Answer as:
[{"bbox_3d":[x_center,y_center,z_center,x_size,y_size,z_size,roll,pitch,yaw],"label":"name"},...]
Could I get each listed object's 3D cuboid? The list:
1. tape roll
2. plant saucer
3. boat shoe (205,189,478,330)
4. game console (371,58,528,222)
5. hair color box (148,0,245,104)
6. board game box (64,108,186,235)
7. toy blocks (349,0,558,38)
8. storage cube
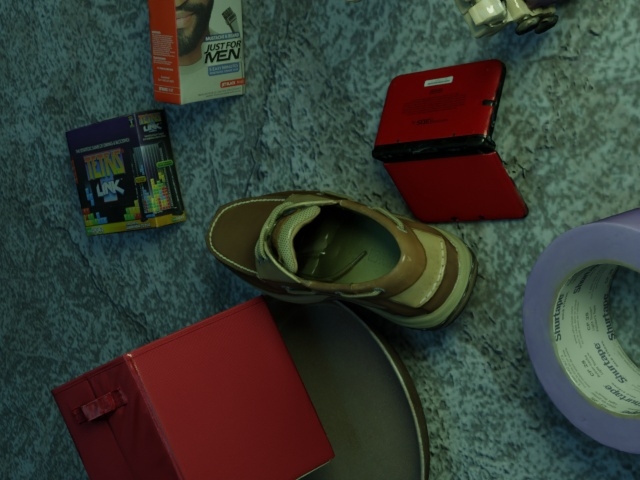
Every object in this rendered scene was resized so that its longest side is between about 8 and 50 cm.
[{"bbox_3d":[0.260,0.070,1.017,0.189,0.080,0.189,18,115,46],"label":"tape roll"},{"bbox_3d":[0.013,0.195,1.366,0.311,0.050,0.310,17,114,45],"label":"plant saucer"},{"bbox_3d":[0.000,0.000,1.239,0.324,0.120,0.122,9,78,43],"label":"boat shoe"},{"bbox_3d":[0.127,-0.089,1.172,0.144,0.085,0.124,-2,69,49],"label":"game console"},{"bbox_3d":[-0.134,-0.236,1.364,0.053,0.093,0.167,13,112,46],"label":"hair color box"},{"bbox_3d":[-0.245,-0.082,1.577,0.170,0.048,0.141,-6,98,50],"label":"board game box"},{"bbox_3d":[0.122,-0.338,0.894,0.260,0.289,0.309,-33,79,39],"label":"toy blocks"},{"bbox_3d":[-0.138,0.195,1.345,0.184,0.215,0.193,-27,87,49],"label":"storage cube"}]
